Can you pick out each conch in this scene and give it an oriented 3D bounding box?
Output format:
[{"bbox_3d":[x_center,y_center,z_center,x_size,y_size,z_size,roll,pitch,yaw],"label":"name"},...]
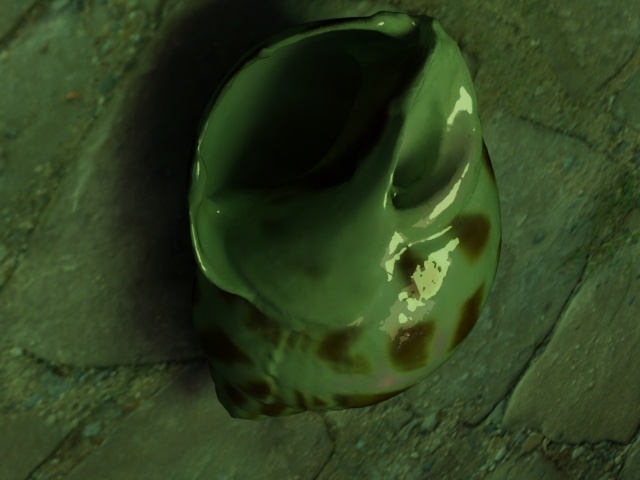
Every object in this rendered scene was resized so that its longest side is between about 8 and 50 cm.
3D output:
[{"bbox_3d":[0.000,-0.001,1.138,0.249,0.197,0.368,20,106,-18],"label":"conch"}]
